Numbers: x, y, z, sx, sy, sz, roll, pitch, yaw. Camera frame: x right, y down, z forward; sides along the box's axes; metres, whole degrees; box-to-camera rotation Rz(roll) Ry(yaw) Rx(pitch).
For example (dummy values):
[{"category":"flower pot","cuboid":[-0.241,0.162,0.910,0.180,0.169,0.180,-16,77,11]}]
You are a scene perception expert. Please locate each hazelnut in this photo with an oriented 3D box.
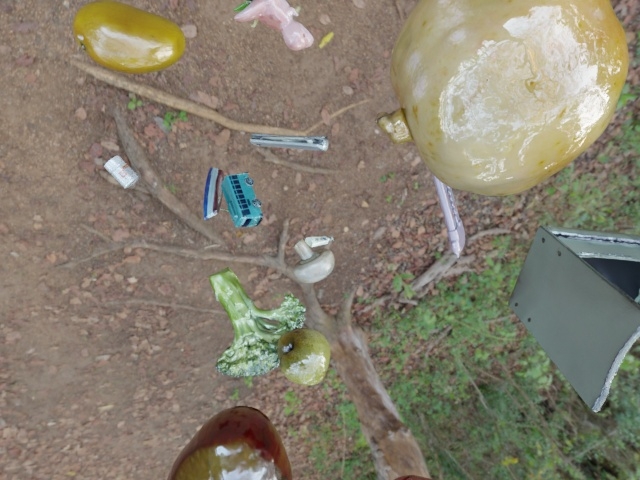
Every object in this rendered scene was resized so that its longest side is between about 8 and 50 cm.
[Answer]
[{"category":"hazelnut","cuboid":[-0.150,0.412,0.737,0.217,0.217,0.251,6,94,-32]}]

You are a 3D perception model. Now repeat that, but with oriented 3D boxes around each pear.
[{"category":"pear","cuboid":[-0.049,0.338,1.257,0.167,0.167,0.136,-39,127,11]}]

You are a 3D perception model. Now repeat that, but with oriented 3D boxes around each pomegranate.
[{"category":"pomegranate","cuboid":[0.291,-0.271,0.757,0.412,0.411,0.411,-15,136,-15]}]

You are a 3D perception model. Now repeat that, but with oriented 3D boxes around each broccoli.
[{"category":"broccoli","cuboid":[-0.288,0.324,1.584,0.353,0.397,0.275,-63,177,-20]}]

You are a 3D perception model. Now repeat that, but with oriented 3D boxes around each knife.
[{"category":"knife","cuboid":[0.320,-0.142,1.099,0.132,0.038,0.398,-46,124,-45]},{"category":"knife","cuboid":[-0.097,-0.288,1.234,0.073,0.266,0.040,-3,102,-57]}]

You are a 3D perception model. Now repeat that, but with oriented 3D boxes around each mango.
[{"category":"mango","cuboid":[-0.470,-0.497,1.062,0.255,0.175,0.139,5,162,-18]}]

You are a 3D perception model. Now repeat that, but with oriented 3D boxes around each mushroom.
[{"category":"mushroom","cuboid":[-0.049,0.087,1.986,0.207,0.207,0.215,-33,103,5]}]

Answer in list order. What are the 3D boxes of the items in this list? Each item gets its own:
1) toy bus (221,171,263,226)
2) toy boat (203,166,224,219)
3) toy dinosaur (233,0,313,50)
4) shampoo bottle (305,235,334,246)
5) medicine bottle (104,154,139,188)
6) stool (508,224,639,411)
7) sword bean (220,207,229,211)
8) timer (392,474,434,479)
[{"category":"toy bus","cuboid":[-0.242,-0.120,1.314,0.092,0.160,0.079,-14,165,-32]},{"category":"toy boat","cuboid":[-0.350,-0.155,1.406,0.046,0.228,0.080,-13,137,9]},{"category":"toy dinosaur","cuboid":[-0.126,-0.558,1.073,0.194,0.176,0.152,-5,169,-39]},{"category":"shampoo bottle","cuboid":[0.000,0.000,1.861,0.141,0.049,0.034,-9,124,-43]},{"category":"medicine bottle","cuboid":[-0.605,-0.209,1.305,0.057,0.057,0.089,-39,104,11]},{"category":"stool","cuboid":[0.485,0.112,0.666,0.244,0.269,0.170,5,115,-6]},{"category":"sword bean","cuboid":[-0.426,-0.137,1.894,0.083,0.012,0.012,15,136,15]},{"category":"timer","cuboid":[0.310,0.967,1.370,0.279,0.377,0.378,-18,150,40]}]
